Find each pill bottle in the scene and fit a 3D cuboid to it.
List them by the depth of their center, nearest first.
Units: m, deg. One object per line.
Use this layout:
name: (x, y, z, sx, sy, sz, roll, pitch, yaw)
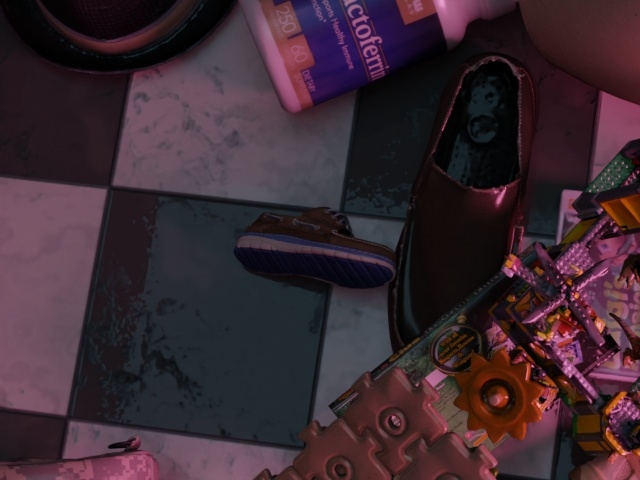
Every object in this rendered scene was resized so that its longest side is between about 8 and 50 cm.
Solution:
pill bottle: (0.058, -0.246, 1.936, 0.265, 0.153, 0.153, -22, 74, 1)

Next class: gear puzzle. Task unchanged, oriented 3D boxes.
gear puzzle: (0.080, 0.209, 1.759, 0.175, 0.044, 0.339, 49, 119, 9)

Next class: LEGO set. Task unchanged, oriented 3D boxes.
LEGO set: (0.325, 0.043, 1.738, 0.331, 0.192, 0.255, -37, 98, -21)

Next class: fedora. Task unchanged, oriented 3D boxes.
fedora: (-0.226, -0.350, 1.999, 0.334, 0.152, 0.334, -2, 76, 6)

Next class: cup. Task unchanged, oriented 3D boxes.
cup: (0.333, -0.266, 1.850, 0.237, 0.331, 0.331, -4, 73, 34)

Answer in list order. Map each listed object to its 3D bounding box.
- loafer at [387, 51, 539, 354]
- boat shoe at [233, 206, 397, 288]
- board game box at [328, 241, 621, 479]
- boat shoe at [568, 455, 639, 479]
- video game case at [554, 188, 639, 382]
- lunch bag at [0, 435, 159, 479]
loafer: (0.137, -0.026, 1.878, 0.134, 0.130, 0.366, 6, 79, 8)
boat shoe: (0.000, 0.000, 1.907, 0.183, 0.066, 0.066, 9, 60, 27)
board game box: (0.150, 0.132, 1.820, 0.260, 0.030, 0.136, -37, 103, -3)
boat shoe: (0.356, 0.319, 1.779, 0.098, 0.109, 0.302, -34, 69, -1)
video game case: (0.317, 0.049, 1.895, 0.173, 0.022, 0.190, 7, 77, 9)
lunch bag: (-0.261, 0.353, 1.788, 0.256, 0.212, 0.305, -10, 75, 5)
